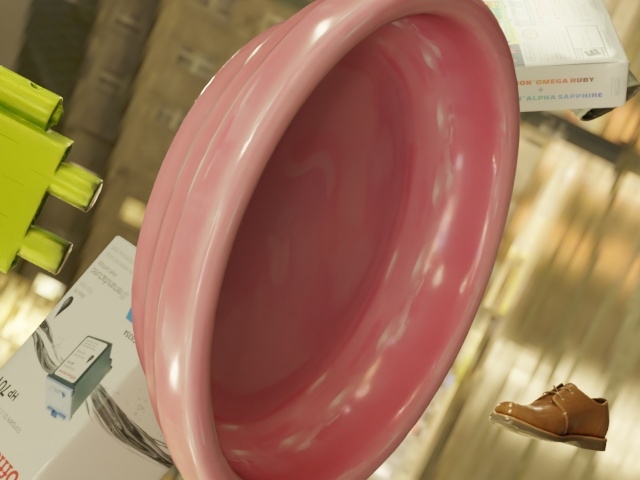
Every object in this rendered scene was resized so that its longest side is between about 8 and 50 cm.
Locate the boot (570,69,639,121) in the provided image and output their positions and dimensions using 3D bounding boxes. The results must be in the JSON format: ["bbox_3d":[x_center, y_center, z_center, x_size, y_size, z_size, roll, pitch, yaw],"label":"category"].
[{"bbox_3d":[0.230,-0.217,1.928,0.190,0.208,0.076,-21,-11,-30],"label":"boot"}]

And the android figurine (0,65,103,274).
[{"bbox_3d":[-0.391,-0.076,2.010,0.248,0.273,0.056,-64,-1,14],"label":"android figurine"}]

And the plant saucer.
[{"bbox_3d":[0.000,0.000,1.041,0.332,0.084,0.332,-36,-43,-43],"label":"plant saucer"}]

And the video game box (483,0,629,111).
[{"bbox_3d":[0.137,-0.169,1.434,0.205,0.187,0.048,-95,5,-56],"label":"video game box"}]

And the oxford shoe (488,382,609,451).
[{"bbox_3d":[0.273,0.203,2.115,0.212,0.076,0.076,13,-90,-49],"label":"oxford shoe"}]

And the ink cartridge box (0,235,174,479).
[{"bbox_3d":[-0.150,0.108,1.215,0.190,0.082,0.139,-48,33,-8],"label":"ink cartridge box"}]
